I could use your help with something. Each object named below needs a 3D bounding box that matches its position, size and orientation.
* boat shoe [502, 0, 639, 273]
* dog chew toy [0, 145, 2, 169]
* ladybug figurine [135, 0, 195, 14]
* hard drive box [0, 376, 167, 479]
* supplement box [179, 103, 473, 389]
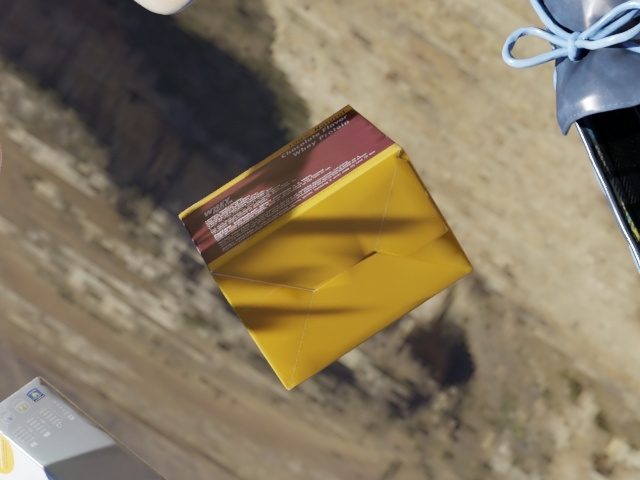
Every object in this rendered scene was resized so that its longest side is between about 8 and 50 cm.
[{"bbox_3d":[0.163,-0.080,0.907,0.258,0.089,0.109,62,146,3],"label":"boat shoe"},{"bbox_3d":[-0.482,-0.136,1.970,0.332,0.207,0.206,39,173,-41],"label":"dog chew toy"},{"bbox_3d":[-0.174,-0.500,2.338,0.162,0.449,0.305,13,-143,-27],"label":"ladybug figurine"},{"bbox_3d":[-0.268,0.293,2.032,0.232,0.089,0.181,34,141,26],"label":"hard drive box"},{"bbox_3d":[0.000,0.000,1.583,0.129,0.191,0.194,58,177,-20],"label":"supplement box"}]
